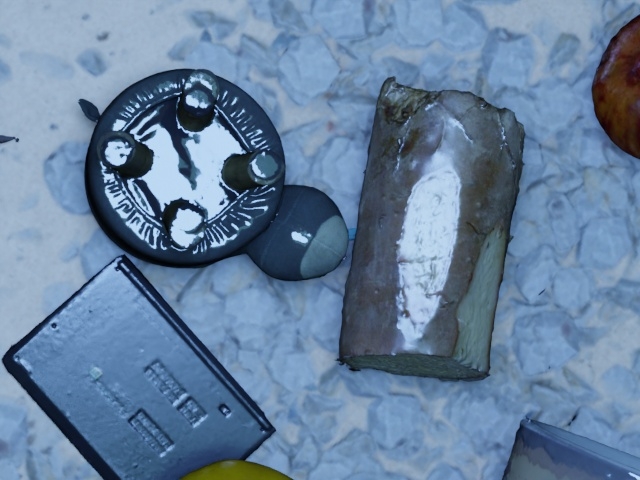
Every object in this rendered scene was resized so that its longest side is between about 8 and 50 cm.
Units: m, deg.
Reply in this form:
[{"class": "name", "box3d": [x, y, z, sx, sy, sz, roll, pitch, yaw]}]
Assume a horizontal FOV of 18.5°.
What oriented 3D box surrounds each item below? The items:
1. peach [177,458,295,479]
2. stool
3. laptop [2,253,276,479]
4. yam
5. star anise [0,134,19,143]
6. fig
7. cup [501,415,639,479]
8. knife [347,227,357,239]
[{"class": "peach", "box3d": [-0.067, 0.265, 1.552, 0.179, 0.103, 0.179, -1, 92, -13]}, {"class": "stool", "box3d": [-0.082, -0.054, 1.538, 0.228, 0.139, 0.153, 8, 85, -8]}, {"class": "laptop", "box3d": [-0.147, 0.125, 1.584, 0.135, 0.016, 0.197, -42, 96, -7]}, {"class": "yam", "box3d": [0.091, -0.006, 1.575, 0.128, 0.129, 0.238, 10, 84, 0]}, {"class": "star anise", "box3d": [-0.295, -0.090, 1.545, 0.124, 0.056, 0.129, 10, 83, -35]}, {"class": "fig", "box3d": [0.298, -0.132, 1.621, 0.150, 0.128, 0.128, -22, 93, -38]}, {"class": "cup", "box3d": [0.245, 0.305, 1.574, 0.301, 0.227, 0.257, 20, 93, -39]}, {"class": "knife", "box3d": [0.000, 0.000, 1.617, 0.091, 0.005, 0.014, -7, 85, -9]}]
